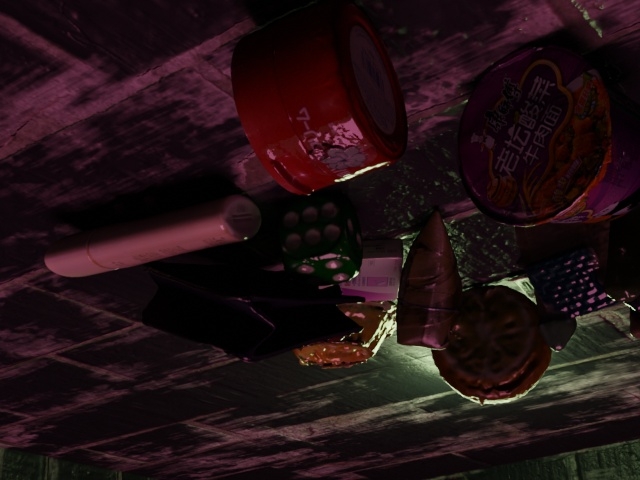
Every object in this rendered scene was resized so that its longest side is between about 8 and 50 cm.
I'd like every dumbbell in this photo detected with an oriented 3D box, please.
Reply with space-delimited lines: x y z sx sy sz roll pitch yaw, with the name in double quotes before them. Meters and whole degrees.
"dumbbell" -0.310 -0.060 1.629 0.083 0.040 0.036 -13 121 18

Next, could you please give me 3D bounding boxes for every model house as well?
"model house" 0.519 0.056 1.701 0.298 0.284 0.243 -25 142 37

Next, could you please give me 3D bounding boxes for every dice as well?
"dice" 0.000 0.000 1.681 0.128 0.131 0.120 -9 153 16

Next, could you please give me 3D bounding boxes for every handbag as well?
"handbag" -0.121 0.121 1.738 0.303 0.122 0.329 13 -171 42

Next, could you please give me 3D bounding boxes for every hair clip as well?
"hair clip" 0.445 0.095 2.051 0.054 0.022 0.137 -18 151 30

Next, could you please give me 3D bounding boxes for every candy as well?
"candy" 0.364 0.219 2.038 0.260 0.260 0.118 -11 161 16

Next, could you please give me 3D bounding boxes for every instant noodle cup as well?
"instant noodle cup" 0.347 -0.131 1.352 0.190 0.251 0.251 8 153 -42

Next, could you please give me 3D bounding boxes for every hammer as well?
"hammer" 0.456 -0.035 1.450 0.206 0.335 0.119 -27 119 37

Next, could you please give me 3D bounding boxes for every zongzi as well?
"zongzi" 0.219 0.048 1.863 0.125 0.274 0.251 5 -166 9

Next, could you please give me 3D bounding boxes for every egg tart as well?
"egg tart" 0.035 0.206 2.126 0.315 0.120 0.315 -2 155 -1

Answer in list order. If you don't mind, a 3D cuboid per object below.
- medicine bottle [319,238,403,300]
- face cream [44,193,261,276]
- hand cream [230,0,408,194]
"medicine bottle" 0.077 0.062 1.912 0.171 0.052 0.201 -2 152 -1
"face cream" -0.288 -0.005 1.665 0.348 0.081 0.173 -12 180 19
"hand cream" 0.005 -0.181 1.208 0.149 0.230 0.230 -19 150 22
